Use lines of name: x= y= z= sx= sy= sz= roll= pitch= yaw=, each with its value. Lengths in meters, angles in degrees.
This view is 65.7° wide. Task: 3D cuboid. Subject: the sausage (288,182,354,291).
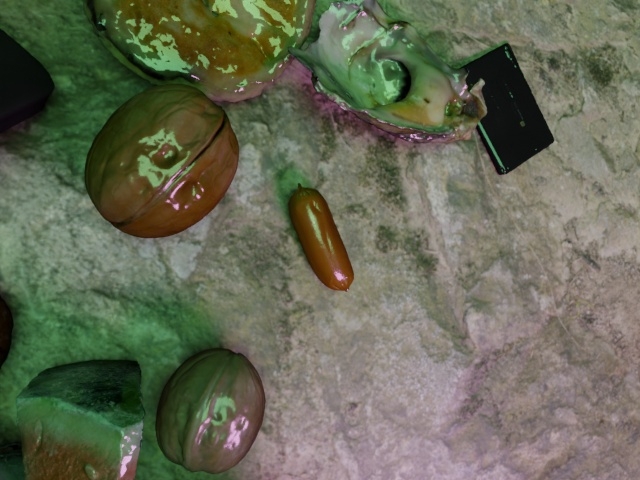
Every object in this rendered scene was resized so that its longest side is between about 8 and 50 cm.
sausage: x=0.000 y=0.000 z=0.743 sx=0.062 sy=0.054 sz=0.183 roll=-18 pitch=99 yaw=13

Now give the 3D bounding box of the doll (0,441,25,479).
doll: x=-0.440 y=0.326 z=0.546 sx=0.158 sy=0.340 sz=0.246 roll=28 pitch=69 yaw=29

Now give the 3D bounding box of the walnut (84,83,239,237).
walnut: x=-0.197 y=-0.099 z=0.633 sx=0.167 sy=0.167 sz=0.207 roll=43 pitch=82 yaw=-12

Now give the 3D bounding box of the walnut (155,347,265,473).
walnut: x=-0.145 y=0.226 z=0.664 sx=0.140 sy=0.140 sz=0.162 roll=24 pitch=73 yaw=-15

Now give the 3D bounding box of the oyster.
oyster: x=0.100 y=-0.239 z=0.743 sx=0.275 sy=0.100 sz=0.271 roll=-29 pitch=96 yaw=-20

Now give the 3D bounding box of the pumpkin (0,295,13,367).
pumpkin: x=-0.476 y=0.123 z=0.566 sx=0.219 sy=0.162 sz=0.218 roll=13 pitch=68 yaw=-33

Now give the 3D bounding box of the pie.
pie: x=-0.158 y=-0.358 z=0.685 sx=0.339 sy=0.077 sz=0.339 roll=1 pitch=87 yaw=-18

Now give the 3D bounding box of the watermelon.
watermelon: x=-0.279 y=0.289 z=0.598 sx=0.140 sy=0.193 sz=0.256 roll=0 pitch=92 yaw=-16

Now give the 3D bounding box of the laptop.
laptop: x=0.317 y=-0.226 z=0.849 sx=0.135 sy=0.016 sz=0.197 roll=-32 pitch=99 yaw=-14

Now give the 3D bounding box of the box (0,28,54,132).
box: x=-0.480 y=-0.198 z=0.510 sx=0.290 sy=0.289 sz=0.073 roll=37 pitch=124 yaw=-13
